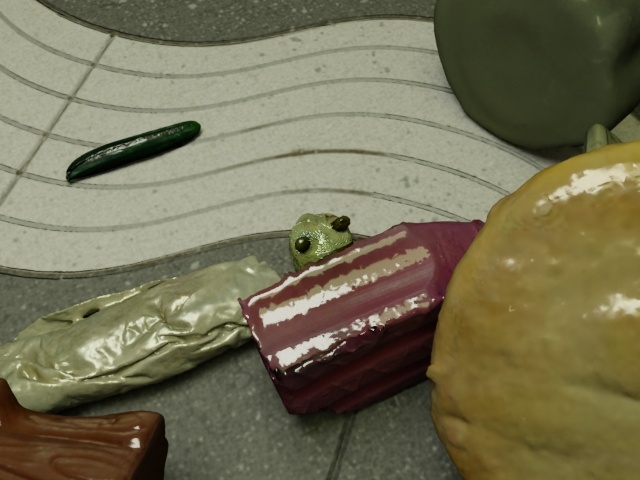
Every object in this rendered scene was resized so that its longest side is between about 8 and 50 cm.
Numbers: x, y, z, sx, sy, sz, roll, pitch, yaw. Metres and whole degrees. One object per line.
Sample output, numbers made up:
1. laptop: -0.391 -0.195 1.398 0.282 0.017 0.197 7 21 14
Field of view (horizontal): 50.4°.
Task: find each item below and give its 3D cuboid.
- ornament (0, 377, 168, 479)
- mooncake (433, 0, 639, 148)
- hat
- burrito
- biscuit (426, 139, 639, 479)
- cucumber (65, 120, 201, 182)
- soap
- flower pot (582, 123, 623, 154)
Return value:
1. ornament: -0.260 0.223 0.563 0.218 0.235 0.221 15 100 2
2. mooncake: 0.271 -0.242 0.831 0.135 0.275 0.275 -34 66 -21
3. hat: 0.000 0.001 0.803 0.077 0.059 0.076 -11 57 -2
4. burrito: -0.219 0.108 0.726 0.393 0.076 0.117 -20 62 -11
5. biscuit: 0.308 0.115 0.534 0.447 0.428 0.104 3 17 16
6. cucumber: -0.241 -0.120 0.878 0.184 0.036 0.033 -20 71 -13
7. soap: 0.078 0.074 0.694 0.289 0.182 0.112 -23 62 -7
8. flower pot: 0.389 -0.015 0.695 0.244 0.307 0.307 4 60 18
